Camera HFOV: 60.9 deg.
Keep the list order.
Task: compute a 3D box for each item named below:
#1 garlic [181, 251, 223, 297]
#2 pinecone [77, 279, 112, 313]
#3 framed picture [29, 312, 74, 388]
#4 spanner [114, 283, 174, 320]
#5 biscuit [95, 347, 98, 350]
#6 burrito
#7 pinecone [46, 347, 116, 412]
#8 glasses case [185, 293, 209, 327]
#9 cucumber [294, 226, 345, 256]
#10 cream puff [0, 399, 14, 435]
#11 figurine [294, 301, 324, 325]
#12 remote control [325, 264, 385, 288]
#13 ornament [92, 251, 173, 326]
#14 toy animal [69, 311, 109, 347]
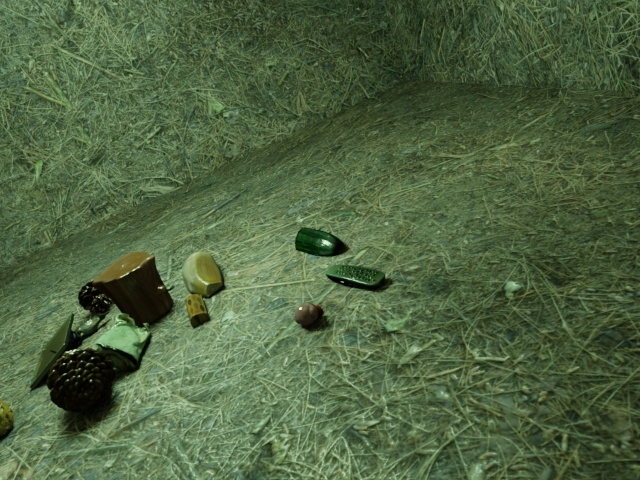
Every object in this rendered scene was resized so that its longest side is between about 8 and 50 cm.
[{"bbox_3d":[-0.458,0.126,2.077,0.143,0.112,0.318,-25,34,-13],"label":"garlic"},{"bbox_3d":[-0.899,0.230,2.192,0.140,0.140,0.121,-30,44,-17],"label":"pinecone"},{"bbox_3d":[-0.950,0.384,1.938,0.192,0.018,0.265,-51,25,3],"label":"framed picture"},{"bbox_3d":[-0.683,0.241,2.115,0.254,0.015,0.054,-35,29,-27],"label":"spanner"},{"bbox_3d":[-0.730,0.374,1.871,0.120,0.015,0.120,-18,25,9],"label":"biscuit"},{"bbox_3d":[-0.640,0.330,1.780,0.089,0.144,0.229,-60,10,16],"label":"burrito"},{"bbox_3d":[-0.698,0.403,1.596,0.184,0.179,0.204,-10,6,-17],"label":"pinecone"},{"bbox_3d":[-0.428,0.235,1.872,0.064,0.041,0.170,-26,23,-10],"label":"glasses case"},{"bbox_3d":[0.000,0.000,1.973,0.115,0.063,0.244,-36,29,-27],"label":"cucumber"},{"bbox_3d":[-0.994,0.536,1.646,0.133,0.119,0.104,5,6,-2],"label":"cream puff"},{"bbox_3d":[-0.041,0.210,1.551,0.083,0.067,0.071,-32,-1,19],"label":"figurine"},{"bbox_3d":[0.104,0.110,1.668,0.222,0.042,0.072,8,38,47],"label":"remote control"},{"bbox_3d":[-0.666,0.178,1.978,0.235,0.217,0.221,-26,24,-6],"label":"ornament"},{"bbox_3d":[-0.881,0.327,2.045,0.202,0.070,0.105,-40,17,-32],"label":"toy animal"}]
